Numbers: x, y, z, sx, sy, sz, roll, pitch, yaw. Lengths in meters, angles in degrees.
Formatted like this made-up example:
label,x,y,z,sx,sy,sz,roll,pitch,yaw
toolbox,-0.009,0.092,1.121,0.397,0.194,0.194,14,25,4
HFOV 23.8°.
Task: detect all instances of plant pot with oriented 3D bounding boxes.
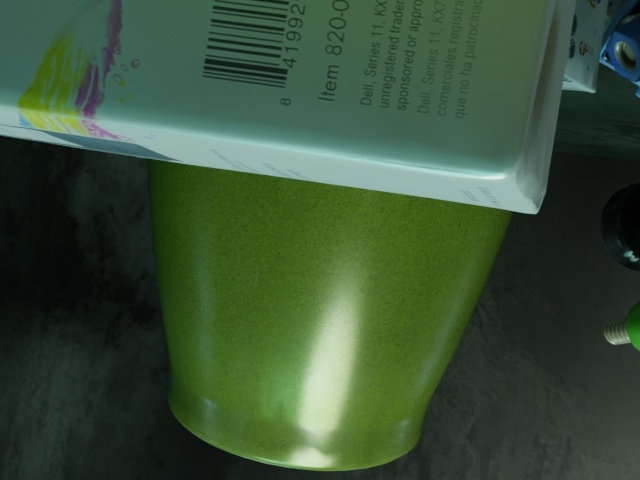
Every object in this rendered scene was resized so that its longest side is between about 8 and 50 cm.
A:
label,x,y,z,sx,sy,sz,roll,pitch,yaw
plant pot,0.000,0.000,1.357,0.366,0.353,0.366,8,-163,-3

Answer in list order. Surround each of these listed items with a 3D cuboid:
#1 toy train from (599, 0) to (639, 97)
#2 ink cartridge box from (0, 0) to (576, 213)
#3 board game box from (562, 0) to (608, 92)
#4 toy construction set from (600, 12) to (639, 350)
label,x,y,z,sx,sy,sz,roll,pitch,yaw
toy train,0.285,-0.132,1.170,0.184,0.080,0.105,23,-165,-29
ink cartridge box,-0.083,-0.138,0.542,0.353,0.207,0.119,9,178,12
board game box,0.035,-0.173,1.001,0.224,0.097,0.303,7,178,29
toy construction set,0.358,-0.069,0.964,0.309,0.257,0.237,0,171,-23
